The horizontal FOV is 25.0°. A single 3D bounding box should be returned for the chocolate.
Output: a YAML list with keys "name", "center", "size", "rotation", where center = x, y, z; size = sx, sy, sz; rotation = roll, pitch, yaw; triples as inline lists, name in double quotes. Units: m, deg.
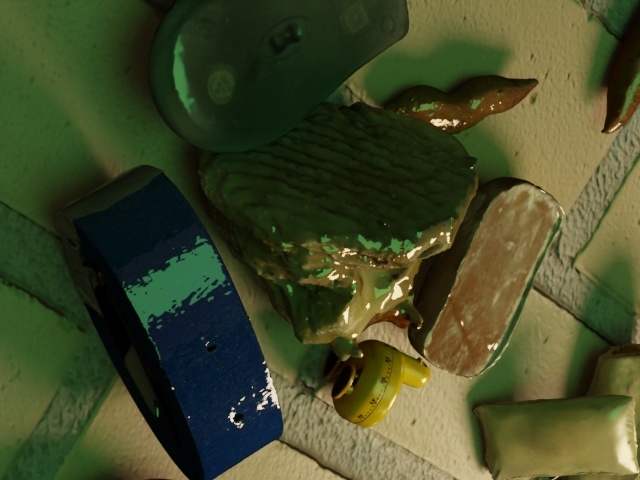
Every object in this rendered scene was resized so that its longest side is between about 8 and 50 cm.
- name: "chocolate"
  center: [0.191, 0.037, 1.789]
  size: [0.157, 0.080, 0.254]
  rotation: [26, 90, -46]

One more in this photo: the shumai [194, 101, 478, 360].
- name: "shumai"
  center: [0.000, 0.000, 1.642]
  size: [0.314, 0.267, 0.262]
  rotation: [10, 130, -3]

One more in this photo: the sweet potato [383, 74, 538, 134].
- name: "sweet potato"
  center: [0.174, -0.164, 1.748]
  size: [0.218, 0.051, 0.065]
  rotation: [-12, 105, -26]

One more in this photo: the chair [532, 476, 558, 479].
- name: "chair"
  center: [0.289, 0.342, 1.937]
  size: [0.086, 0.037, 0.042]
  rotation: [-30, 102, -15]

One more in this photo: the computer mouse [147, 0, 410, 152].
- name: "computer mouse"
  center: [-0.047, -0.235, 1.571]
  size: [0.371, 0.122, 0.188]
  rotation: [-36, 117, -25]

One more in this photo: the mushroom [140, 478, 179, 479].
- name: "mushroom"
  center: [-0.179, 0.399, 1.632]
  size: [0.278, 0.146, 0.278]
  rotation: [-5, 108, -17]

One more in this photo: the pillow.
- name: "pillow"
  center: [0.306, 0.256, 1.871]
  size: [0.208, 0.053, 0.119]
  rotation: [-6, 115, 9]

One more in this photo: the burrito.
- name: "burrito"
  center: [0.419, 0.252, 1.937]
  size: [0.105, 0.143, 0.299]
  rotation: [3, 107, -61]

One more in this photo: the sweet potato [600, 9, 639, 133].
- name: "sweet potato"
  center: [0.420, -0.256, 1.862]
  size: [0.057, 0.057, 0.264]
  rotation: [26, 87, -31]

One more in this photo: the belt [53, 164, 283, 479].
- name: "belt"
  center: [-0.157, 0.092, 1.533]
  size: [0.117, 0.212, 0.346]
  rotation: [-31, 118, -19]

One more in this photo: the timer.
- name: "timer"
  center: [0.067, 0.173, 1.733]
  size: [0.109, 0.107, 0.107]
  rotation: [25, 89, -19]
